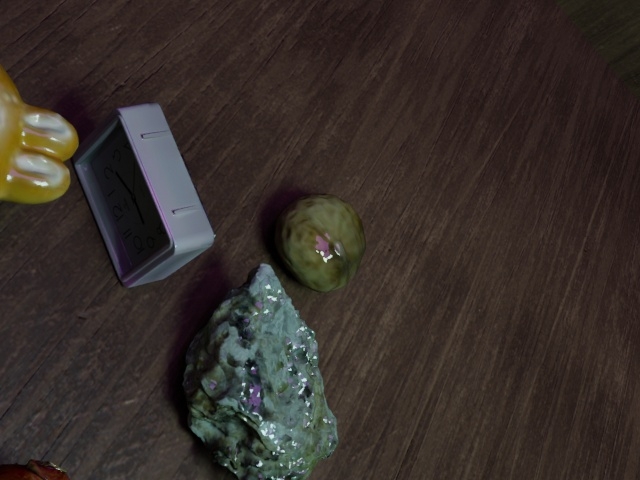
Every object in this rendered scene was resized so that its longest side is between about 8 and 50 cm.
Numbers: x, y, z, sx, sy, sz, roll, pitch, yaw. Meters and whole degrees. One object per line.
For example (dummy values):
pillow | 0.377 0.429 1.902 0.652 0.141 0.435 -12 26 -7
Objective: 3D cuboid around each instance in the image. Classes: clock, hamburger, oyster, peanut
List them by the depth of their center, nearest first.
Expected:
hamburger | -0.428 -0.107 0.980 0.303 0.186 0.261 33 51 -28
clock | -0.225 -0.055 1.154 0.063 0.150 0.197 -17 81 -43
oyster | -0.079 0.178 1.163 0.198 0.112 0.267 -26 82 -26
peanut | 0.000 0.000 1.356 0.140 0.109 0.159 58 32 -16

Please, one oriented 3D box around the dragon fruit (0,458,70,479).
dragon fruit | -0.338 0.323 0.895 0.125 0.125 0.246 25 70 6
